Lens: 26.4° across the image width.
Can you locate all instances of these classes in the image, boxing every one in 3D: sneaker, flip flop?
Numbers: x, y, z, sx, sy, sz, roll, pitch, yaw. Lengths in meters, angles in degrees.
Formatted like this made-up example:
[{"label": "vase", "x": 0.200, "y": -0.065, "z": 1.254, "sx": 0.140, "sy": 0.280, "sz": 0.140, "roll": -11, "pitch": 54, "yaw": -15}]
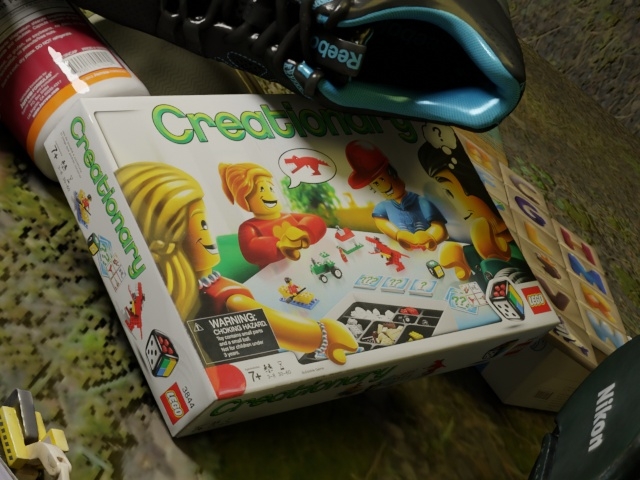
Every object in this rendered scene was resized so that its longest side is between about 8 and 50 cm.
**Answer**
[{"label": "sneaker", "x": -0.025, "y": -0.158, "z": 0.847, "sx": 0.340, "sy": 0.125, "sz": 0.140, "roll": 12, "pitch": 27, "yaw": -13}, {"label": "flip flop", "x": -0.081, "y": -0.055, "z": 0.944, "sx": 0.277, "sy": 0.112, "sz": 0.080, "roll": 50, "pitch": 35, "yaw": 11}]

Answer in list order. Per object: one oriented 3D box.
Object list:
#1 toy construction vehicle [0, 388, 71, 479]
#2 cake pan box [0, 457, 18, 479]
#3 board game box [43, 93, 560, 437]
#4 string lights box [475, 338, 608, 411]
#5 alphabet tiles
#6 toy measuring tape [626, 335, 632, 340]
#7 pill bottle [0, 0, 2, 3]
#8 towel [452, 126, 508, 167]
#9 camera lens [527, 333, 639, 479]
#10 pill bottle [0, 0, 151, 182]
[{"label": "toy construction vehicle", "x": -0.149, "y": 0.086, "z": 0.583, "sx": 0.086, "sy": 0.035, "sz": 0.098, "roll": 23, "pitch": 26, "yaw": -40}, {"label": "cake pan box", "x": -0.183, "y": 0.114, "z": 0.411, "sx": 0.267, "sy": 0.070, "sz": 0.245, "roll": 47, "pitch": 22, "yaw": 18}, {"label": "board game box", "x": 0.000, "y": 0.000, "z": 0.846, "sx": 0.305, "sy": 0.053, "sz": 0.193, "roll": -8, "pitch": 63, "yaw": -45}, {"label": "string lights box", "x": 0.143, "y": 0.030, "z": 1.191, "sx": 0.133, "sy": 0.077, "sz": 0.260, "roll": 15, "pitch": 31, "yaw": -49}, {"label": "alphabet tiles", "x": 0.144, "y": -0.019, "z": 1.167, "sx": 0.285, "sy": 0.011, "sz": 0.342, "roll": 34, "pitch": 21, "yaw": -13}, {"label": "toy measuring tape", "x": 0.305, "y": 0.166, "z": 1.194, "sx": 0.121, "sy": 0.121, "sz": 0.330, "roll": 28, "pitch": 6, "yaw": -31}, {"label": "pill bottle", "x": -0.293, "y": -0.179, "z": 0.761, "sx": 0.219, "sy": 0.123, "sz": 0.123, "roll": 16, "pitch": 31, "yaw": -49}, {"label": "towel", "x": 0.111, "y": -0.145, "z": 1.580, "sx": 0.271, "sy": 0.040, "sz": 0.370, "roll": 34, "pitch": 22, "yaw": -15}, {"label": "camera lens", "x": 0.282, "y": 0.194, "z": 0.873, "sx": 0.274, "sy": 0.219, "sz": 0.219, "roll": 38, "pitch": 19, "yaw": -6}, {"label": "pill bottle", "x": -0.182, "y": -0.116, "z": 0.885, "sx": 0.152, "sy": 0.086, "sz": 0.086, "roll": 49, "pitch": 21, "yaw": 24}]
